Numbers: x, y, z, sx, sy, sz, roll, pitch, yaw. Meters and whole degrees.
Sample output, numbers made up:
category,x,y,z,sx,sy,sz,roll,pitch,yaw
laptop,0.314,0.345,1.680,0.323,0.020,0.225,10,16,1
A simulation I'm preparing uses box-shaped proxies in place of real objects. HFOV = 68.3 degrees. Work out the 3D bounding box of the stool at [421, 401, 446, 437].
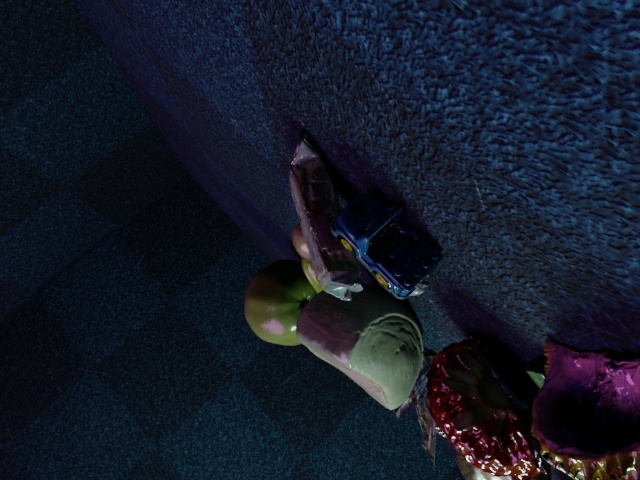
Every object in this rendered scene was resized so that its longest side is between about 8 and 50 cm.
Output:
category,x,y,z,sx,sy,sz,roll,pitch,yaw
stool,0.396,0.499,1.345,0.217,0.125,0.121,18,-175,22

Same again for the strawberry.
category,x,y,z,sx,sy,sz,roll,pitch,yaw
strawberry,0.287,0.319,0.883,0.254,0.150,0.280,67,-172,25

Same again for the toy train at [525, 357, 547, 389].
category,x,y,z,sx,sy,sz,roll,pitch,yaw
toy train,0.373,0.240,0.714,0.148,0.038,0.071,51,168,-10

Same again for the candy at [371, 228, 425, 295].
category,x,y,z,sx,sy,sz,roll,pitch,yaw
candy,0.118,0.031,0.893,0.174,0.071,0.138,51,170,-3

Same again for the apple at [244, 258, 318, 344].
category,x,y,z,sx,sy,sz,roll,pitch,yaw
apple,-0.124,0.250,1.899,0.357,0.357,0.357,46,169,12

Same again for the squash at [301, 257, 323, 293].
category,x,y,z,sx,sy,sz,roll,pitch,yaw
squash,0.009,0.089,1.402,0.187,0.123,0.123,53,168,-25

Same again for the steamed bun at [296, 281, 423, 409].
category,x,y,z,sx,sy,sz,roll,pitch,yaw
steamed bun,0.130,0.245,1.193,0.247,0.236,0.383,24,162,43

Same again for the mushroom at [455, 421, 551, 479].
category,x,y,z,sx,sy,sz,roll,pitch,yaw
mushroom,0.400,0.480,1.070,0.255,0.184,0.255,56,-172,-13

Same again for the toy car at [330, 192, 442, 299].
category,x,y,z,sx,sy,sz,roll,pitch,yaw
toy car,0.109,0.000,0.760,0.191,0.097,0.100,45,165,13

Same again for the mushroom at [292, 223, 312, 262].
category,x,y,z,sx,sy,sz,roll,pitch,yaw
mushroom,0.000,0.000,1.139,0.148,0.147,0.112,102,165,-77

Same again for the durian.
category,x,y,z,sx,sy,sz,roll,pitch,yaw
durian,0.357,0.210,0.511,0.186,0.154,0.260,20,170,12

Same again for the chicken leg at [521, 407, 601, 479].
category,x,y,z,sx,sy,sz,roll,pitch,yaw
chicken leg,0.432,0.372,0.852,0.125,0.080,0.196,49,173,-32

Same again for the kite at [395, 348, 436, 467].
category,x,y,z,sx,sy,sz,roll,pitch,yaw
kite,0.277,0.436,1.372,0.369,0.014,0.406,106,161,-44

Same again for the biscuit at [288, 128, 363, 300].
category,x,y,z,sx,sy,sz,roll,pitch,yaw
biscuit,0.002,-0.036,0.904,0.186,0.079,0.309,112,142,-74
